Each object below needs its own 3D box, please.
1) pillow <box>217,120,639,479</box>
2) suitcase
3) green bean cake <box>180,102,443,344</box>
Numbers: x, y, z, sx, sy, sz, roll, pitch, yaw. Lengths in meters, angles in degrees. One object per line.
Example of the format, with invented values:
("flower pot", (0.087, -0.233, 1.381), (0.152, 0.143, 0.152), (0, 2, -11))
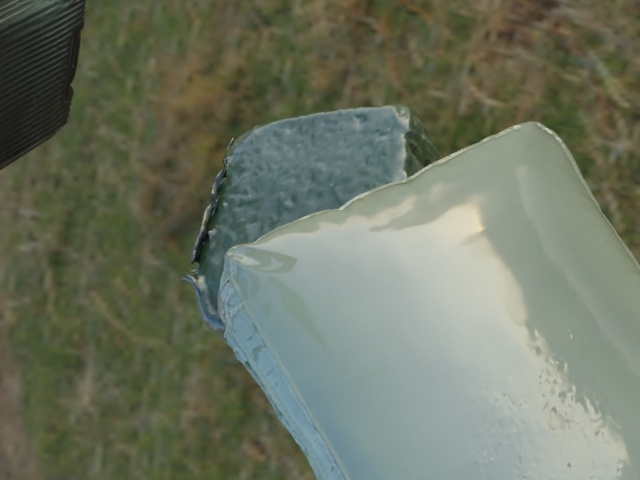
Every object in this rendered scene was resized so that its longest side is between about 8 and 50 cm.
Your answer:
("pillow", (0.109, 0.097, 1.097), (0.322, 0.255, 0.119), (59, 162, 25))
("suitcase", (-0.367, -0.161, 1.880), (0.128, 0.312, 0.202), (25, 124, 18))
("green bean cake", (0.000, 0.000, 1.700), (0.223, 0.125, 0.227), (-4, 55, 24))
